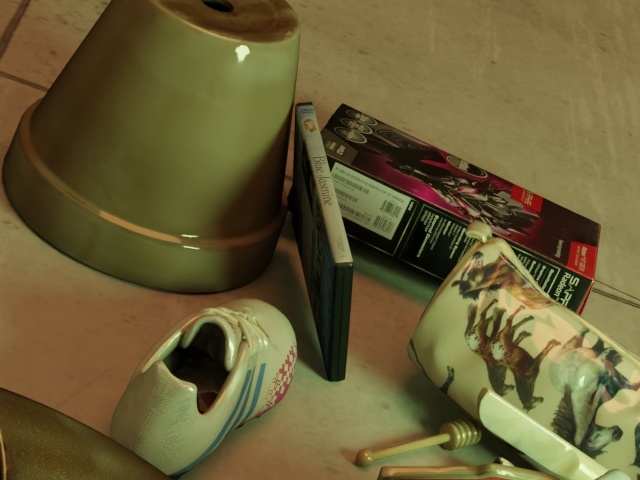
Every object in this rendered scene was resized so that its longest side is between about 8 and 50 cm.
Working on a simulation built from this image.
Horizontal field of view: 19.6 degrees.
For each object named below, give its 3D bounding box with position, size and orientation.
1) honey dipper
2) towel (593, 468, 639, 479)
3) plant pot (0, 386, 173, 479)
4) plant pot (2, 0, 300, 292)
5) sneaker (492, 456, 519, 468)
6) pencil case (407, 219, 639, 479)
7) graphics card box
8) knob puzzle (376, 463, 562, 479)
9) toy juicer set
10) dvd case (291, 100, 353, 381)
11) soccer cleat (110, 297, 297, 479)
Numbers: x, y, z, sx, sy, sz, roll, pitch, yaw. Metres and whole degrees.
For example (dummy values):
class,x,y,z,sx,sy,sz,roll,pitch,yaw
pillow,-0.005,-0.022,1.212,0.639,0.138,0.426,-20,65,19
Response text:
class,x,y,z,sx,sy,sz,roll,pitch,yaw
honey dipper,0.099,0.211,1.902,0.160,0.030,0.030,-11,44,-39
towel,0.212,0.373,1.404,0.374,0.090,0.320,-23,77,-44
plant pot,-0.226,0.227,1.493,0.230,0.215,0.215,16,27,-44
plant pot,-0.159,-0.148,2.042,0.323,0.280,0.323,17,30,-10
sneaker,0.211,0.278,1.836,0.073,0.063,0.162,18,30,-17
pencil case,0.274,0.160,1.917,0.410,0.183,0.160,38,11,14
graphics card box,0.154,-0.028,2.231,0.371,0.094,0.233,25,20,3
knob puzzle,0.145,0.247,1.712,0.213,0.213,0.030,10,64,-23
toy juicer set,0.216,0.302,1.582,0.209,0.329,0.089,12,-9,-32
dvd case,0.000,0.000,1.985,0.022,0.180,0.253,-6,45,-8
soccer cleat,-0.091,0.115,1.799,0.116,0.143,0.331,29,29,8
